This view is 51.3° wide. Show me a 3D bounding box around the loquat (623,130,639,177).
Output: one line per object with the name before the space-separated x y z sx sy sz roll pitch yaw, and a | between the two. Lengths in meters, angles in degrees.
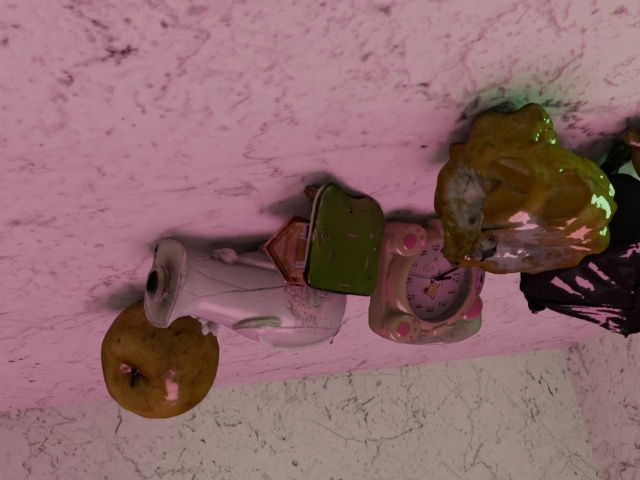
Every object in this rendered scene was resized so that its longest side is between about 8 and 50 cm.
loquat | 0.675 -0.173 1.267 0.205 0.149 0.172 11 156 -9

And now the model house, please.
model house | 0.000 0.001 1.359 0.154 0.206 0.294 4 174 30

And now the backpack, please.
backpack | 0.653 0.067 1.416 0.446 0.254 0.363 21 145 -28

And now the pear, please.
pear | -0.399 0.284 1.701 0.304 0.303 0.304 -10 159 -4

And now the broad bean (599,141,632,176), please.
broad bean | 0.605 -0.143 1.448 0.053 0.052 0.256 32 158 3

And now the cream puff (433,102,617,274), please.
cream puff | 0.359 -0.085 1.147 0.275 0.269 0.323 12 163 -8

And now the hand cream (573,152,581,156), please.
hand cream | 0.481 -0.165 1.364 0.102 0.022 0.035 -11 161 -13

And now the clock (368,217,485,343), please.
clock | 0.261 0.087 1.575 0.310 0.283 0.114 -3 -170 -30

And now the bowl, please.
bowl | 0.281 0.158 1.808 0.308 0.163 0.307 -3 -162 1

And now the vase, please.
vase | -0.163 0.116 1.487 0.446 0.249 0.250 10 151 -35
